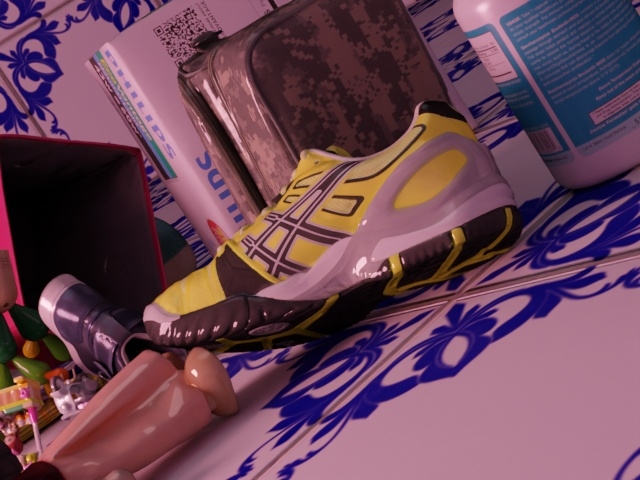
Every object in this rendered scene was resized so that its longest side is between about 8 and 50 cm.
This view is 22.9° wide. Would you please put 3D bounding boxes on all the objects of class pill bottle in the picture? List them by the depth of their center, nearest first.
[{"bbox_3d":[0.220,-0.190,1.468,0.146,0.264,0.146,-32,10,6],"label":"pill bottle"}]

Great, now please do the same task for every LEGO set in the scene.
[{"bbox_3d":[-0.379,0.241,1.810,0.287,0.107,0.132,-26,-21,32],"label":"LEGO set"}]

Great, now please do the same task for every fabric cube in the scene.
[{"bbox_3d":[-0.393,0.023,2.110,0.258,0.254,0.259,-20,-15,38],"label":"fabric cube"}]

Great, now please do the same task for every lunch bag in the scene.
[{"bbox_3d":[-0.005,-0.099,1.655,0.212,0.305,0.256,-35,13,-25],"label":"lunch bag"}]

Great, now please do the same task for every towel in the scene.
[{"bbox_3d":[-0.370,0.237,1.978,0.237,0.021,0.102,-35,7,-9],"label":"towel"}]

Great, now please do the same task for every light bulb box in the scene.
[{"bbox_3d":[-0.056,-0.193,2.075,0.361,0.358,0.225,-34,8,-14],"label":"light bulb box"}]

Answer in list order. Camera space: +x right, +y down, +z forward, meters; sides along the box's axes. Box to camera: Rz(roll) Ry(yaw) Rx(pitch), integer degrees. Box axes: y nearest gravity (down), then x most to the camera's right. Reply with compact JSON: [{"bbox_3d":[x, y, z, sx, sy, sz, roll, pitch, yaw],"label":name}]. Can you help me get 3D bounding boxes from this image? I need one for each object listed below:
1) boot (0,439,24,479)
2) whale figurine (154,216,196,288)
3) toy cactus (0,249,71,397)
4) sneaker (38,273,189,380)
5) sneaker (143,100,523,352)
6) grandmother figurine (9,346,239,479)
[{"bbox_3d":[-0.467,0.326,1.601,0.223,0.118,0.338,-31,4,40],"label":"boot"},{"bbox_3d":[-0.299,0.041,2.331,0.216,0.141,0.272,-38,11,-24],"label":"whale figurine"},{"bbox_3d":[-0.373,0.101,1.844,0.219,0.180,0.112,-3,-3,-37],"label":"toy cactus"},{"bbox_3d":[-0.211,0.132,1.812,0.086,0.163,0.226,-59,-26,-10],"label":"sneaker"},{"bbox_3d":[0.000,0.000,1.473,0.385,0.147,0.145,-23,-17,21],"label":"sneaker"},{"bbox_3d":[-0.240,0.221,1.422,0.342,0.104,0.208,-36,2,-30],"label":"grandmother figurine"}]
